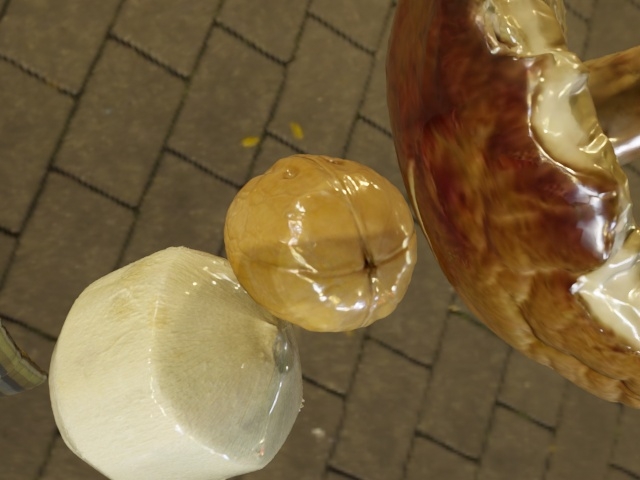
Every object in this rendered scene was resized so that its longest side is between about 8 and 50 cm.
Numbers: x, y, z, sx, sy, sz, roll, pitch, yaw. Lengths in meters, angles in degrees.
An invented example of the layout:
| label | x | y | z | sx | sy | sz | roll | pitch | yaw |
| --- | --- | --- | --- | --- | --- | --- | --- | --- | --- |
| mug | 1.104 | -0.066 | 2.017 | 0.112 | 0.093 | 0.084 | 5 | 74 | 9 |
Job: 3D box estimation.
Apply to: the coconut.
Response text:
| label | x | y | z | sx | sy | sz | roll | pitch | yaw |
| --- | --- | --- | --- | --- | --- | --- | --- | --- | --- |
| coconut | -0.128 | 0.129 | 1.258 | 0.245 | 0.247 | 0.245 | 35 | 47 | -49 |

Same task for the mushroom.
| label | x | y | z | sx | sy | sz | roll | pitch | yaw |
| --- | --- | --- | --- | --- | --- | --- | --- | --- | --- |
| mushroom | 0.156 | -0.048 | 0.452 | 0.208 | 0.301 | 0.233 | -57 | 130 | -31 |

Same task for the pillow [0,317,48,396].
| label | x | y | z | sx | sy | sz | roll | pitch | yaw |
| --- | --- | --- | --- | --- | --- | --- | --- | --- | --- |
| pillow | -0.257 | 0.075 | 0.671 | 0.203 | 0.113 | 0.038 | -8 | 68 | 0 |

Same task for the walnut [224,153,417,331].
| label | x | y | z | sx | sy | sz | roll | pitch | yaw |
| --- | --- | --- | --- | --- | --- | --- | --- | --- | --- |
| walnut | 0.000 | 0.000 | 1.137 | 0.165 | 0.197 | 0.165 | -3 | 99 | -20 |
